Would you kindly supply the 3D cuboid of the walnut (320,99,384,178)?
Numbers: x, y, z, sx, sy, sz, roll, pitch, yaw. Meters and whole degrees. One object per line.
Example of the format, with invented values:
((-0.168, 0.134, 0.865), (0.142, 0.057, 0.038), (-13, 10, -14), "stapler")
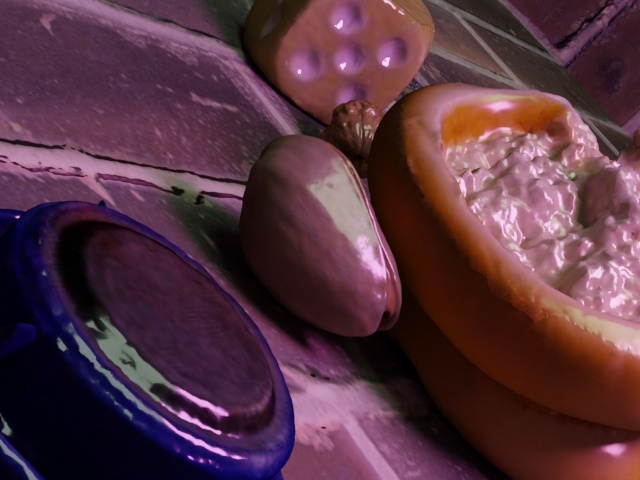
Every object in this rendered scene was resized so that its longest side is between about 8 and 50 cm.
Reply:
((0.041, -0.114, 1.545), (0.082, 0.079, 0.096), (2, 36, -1), "walnut")

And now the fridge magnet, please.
((-0.115, 0.077, 0.778), (0.265, 0.112, 0.265), (40, 19, -17), "fridge magnet")

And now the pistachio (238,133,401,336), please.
((0.000, 0.000, 1.155), (0.185, 0.124, 0.124), (51, 20, 11), "pistachio")

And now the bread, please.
((0.209, 0.028, 1.295), (0.329, 0.245, 0.424), (-14, 46, -20), "bread")

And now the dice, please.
((0.020, -0.250, 1.648), (0.169, 0.169, 0.166), (34, 21, -25), "dice")

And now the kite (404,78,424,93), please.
((0.199, -0.177, 2.094), (0.310, 0.015, 0.169), (44, 19, -6), "kite")
